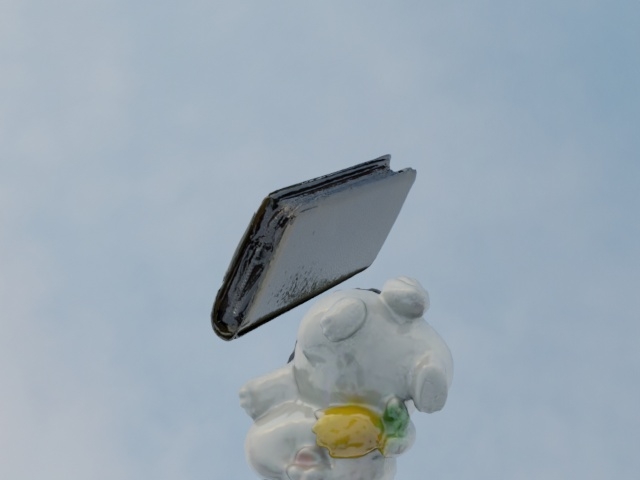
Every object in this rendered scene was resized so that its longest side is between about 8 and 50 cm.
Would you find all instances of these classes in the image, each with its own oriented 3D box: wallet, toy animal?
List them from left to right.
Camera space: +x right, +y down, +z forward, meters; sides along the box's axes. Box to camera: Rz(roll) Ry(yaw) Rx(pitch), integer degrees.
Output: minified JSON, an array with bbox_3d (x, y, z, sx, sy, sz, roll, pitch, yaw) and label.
[{"bbox_3d":[0.000,0.000,0.760,0.031,0.198,0.110,35,-64,18],"label":"wallet"},{"bbox_3d":[0.026,0.193,1.049,0.209,0.154,0.325,-1,-70,3],"label":"toy animal"}]
